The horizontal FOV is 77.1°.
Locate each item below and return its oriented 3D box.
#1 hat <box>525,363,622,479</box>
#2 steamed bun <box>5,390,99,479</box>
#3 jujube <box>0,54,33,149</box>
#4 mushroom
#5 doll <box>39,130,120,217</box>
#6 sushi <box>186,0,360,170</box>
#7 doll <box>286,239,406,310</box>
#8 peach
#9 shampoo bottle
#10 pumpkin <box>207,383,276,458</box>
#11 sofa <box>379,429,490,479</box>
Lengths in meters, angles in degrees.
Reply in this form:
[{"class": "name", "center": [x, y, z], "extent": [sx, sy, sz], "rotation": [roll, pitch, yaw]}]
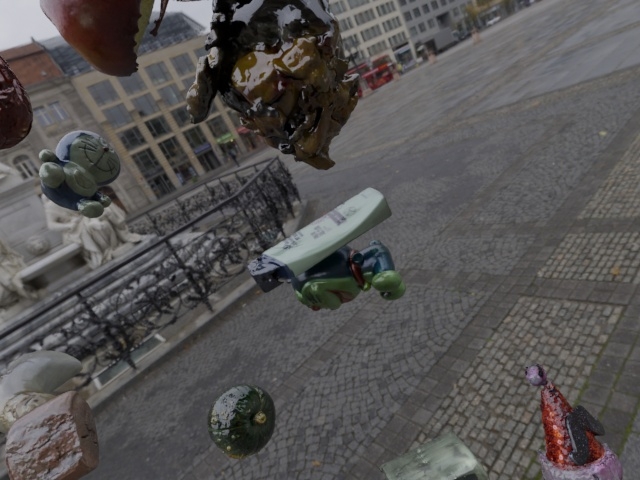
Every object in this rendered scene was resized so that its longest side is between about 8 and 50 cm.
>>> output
[{"class": "hat", "center": [0.428, 0.322, 0.700], "extent": [0.140, 0.227, 0.129], "rotation": [-18, -8, -18]}, {"class": "steamed bun", "center": [-0.525, 0.398, 0.783], "extent": [0.145, 0.175, 0.106], "rotation": [-23, -27, -21]}, {"class": "jujube", "center": [-0.773, -0.333, 0.917], "extent": [0.174, 0.250, 0.174], "rotation": [-29, 0, 0]}, {"class": "mushroom", "center": [-0.721, 0.383, 1.000], "extent": [0.178, 0.125, 0.397], "rotation": [-8, 8, -23]}, {"class": "doll", "center": [-0.709, -0.209, 1.202], "extent": [0.154, 0.228, 0.258], "rotation": [-6, 50, 33]}, {"class": "sushi", "center": [-0.044, -0.203, 0.489], "extent": [0.213, 0.204, 0.199], "rotation": [141, 143, -68]}, {"class": "doll", "center": [0.059, 0.089, 1.080], "extent": [0.323, 0.198, 0.185], "rotation": [-9, 63, 13]}, {"class": "peach", "center": [-0.646, -0.718, 1.193], "extent": [0.405, 0.310, 0.335], "rotation": [-57, 36, 22]}, {"class": "shampoo bottle", "center": [0.000, 0.000, 0.956], "extent": [0.360, 0.078, 0.134], "rotation": [-32, 27, -9]}, {"class": "pumpkin", "center": [-0.204, 0.471, 1.056], "extent": [0.190, 0.190, 0.146], "rotation": [-40, 9, -36]}, {"class": "sofa", "center": [0.266, 0.566, 0.848], "extent": [0.210, 0.225, 0.176], "rotation": [-25, -6, -7]}]
